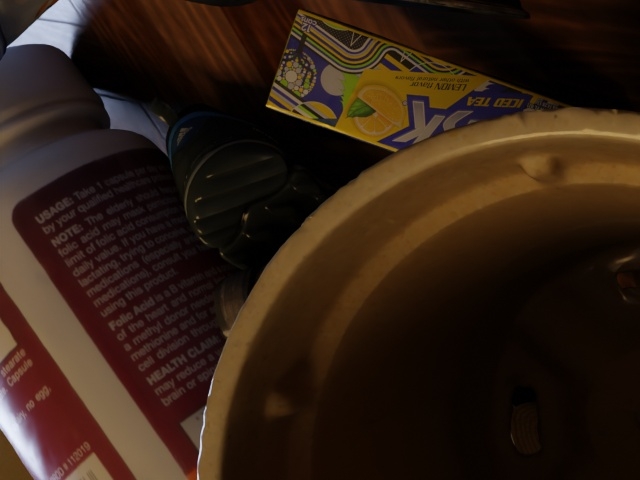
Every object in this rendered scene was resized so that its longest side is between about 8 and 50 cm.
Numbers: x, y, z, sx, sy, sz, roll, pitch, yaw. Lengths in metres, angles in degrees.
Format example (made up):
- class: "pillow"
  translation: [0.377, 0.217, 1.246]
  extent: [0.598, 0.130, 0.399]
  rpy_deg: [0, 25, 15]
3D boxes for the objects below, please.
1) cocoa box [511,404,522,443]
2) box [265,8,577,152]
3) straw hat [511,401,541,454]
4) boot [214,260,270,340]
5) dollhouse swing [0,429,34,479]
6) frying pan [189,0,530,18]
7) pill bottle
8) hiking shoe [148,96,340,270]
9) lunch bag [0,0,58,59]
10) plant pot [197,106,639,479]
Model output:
- class: "cocoa box"
  translation: [0.123, 0.290, 1.210]
  extent: [0.347, 0.231, 0.228]
  rpy_deg: [44, 163, -18]
- class: "box"
  translation: [0.058, -0.074, 0.786]
  extent: [0.169, 0.059, 0.054]
  rpy_deg: [19, -172, -3]
- class: "straw hat"
  translation: [0.217, 0.161, 1.074]
  extent: [0.144, 0.144, 0.061]
  rpy_deg: [37, 116, -4]
- class: "boot"
  translation: [0.083, 0.053, 0.939]
  extent: [0.229, 0.091, 0.263]
  rpy_deg: [-29, 132, 25]
- class: "dollhouse swing"
  translation: [-0.392, 0.153, 1.537]
  extent: [0.315, 0.347, 0.305]
  rpy_deg: [4, 132, 51]
- class: "frying pan"
  translation: [0.009, -0.146, 0.776]
  extent: [0.197, 0.053, 0.326]
  rpy_deg: [7, -170, -1]
- class: "pill bottle"
  translation: [-0.166, 0.058, 1.080]
  extent: [0.392, 0.224, 0.224]
  rpy_deg: [54, 159, 11]
- class: "hiking shoe"
  translation: [0.000, 0.000, 1.057]
  extent: [0.304, 0.113, 0.132]
  rpy_deg: [47, -175, -40]
- class: "lunch bag"
  translation: [-0.335, -0.242, 0.999]
  extent: [0.303, 0.115, 0.243]
  rpy_deg: [11, 145, 41]
- class: "plant pot"
  translation: [0.152, 0.108, 0.716]
  extent: [0.334, 0.334, 0.305]
  rpy_deg: [27, -169, 18]
